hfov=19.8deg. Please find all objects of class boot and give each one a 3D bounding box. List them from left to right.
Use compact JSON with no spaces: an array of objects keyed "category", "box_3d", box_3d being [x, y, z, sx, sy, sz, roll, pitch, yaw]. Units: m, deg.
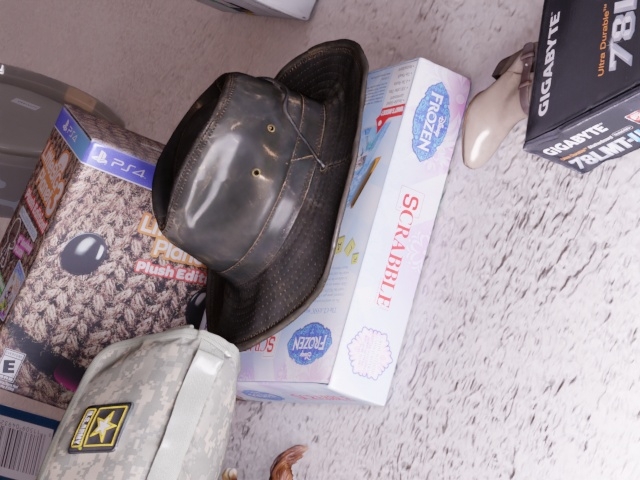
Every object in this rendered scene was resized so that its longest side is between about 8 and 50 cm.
[{"category":"boot","box_3d":[0.167,-0.116,1.568,0.087,0.042,0.118,8,78,62]}]

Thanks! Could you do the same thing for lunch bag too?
[{"category":"lunch bag","box_3d":[-0.179,0.228,1.734,0.287,0.169,0.235,125,168,-57]}]

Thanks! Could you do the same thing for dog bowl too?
[{"category":"dog bowl","box_3d":[-0.438,-0.137,2.468,0.349,0.349,0.102,-121,45,-59]}]

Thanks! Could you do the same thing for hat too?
[{"category":"hat","box_3d":[-0.083,-0.062,1.759,0.331,0.134,0.331,-43,35,41]}]

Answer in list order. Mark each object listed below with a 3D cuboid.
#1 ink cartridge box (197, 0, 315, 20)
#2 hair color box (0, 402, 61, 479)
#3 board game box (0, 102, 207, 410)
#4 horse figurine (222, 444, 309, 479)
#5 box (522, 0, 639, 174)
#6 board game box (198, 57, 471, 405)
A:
[{"category":"ink cartridge box","box_3d":[-0.079,-0.377,2.175,0.278,0.117,0.201,21,89,65]},{"category":"hair color box","box_3d":[-0.449,0.281,2.332,0.347,0.174,0.105,-20,55,59]},{"category":"board game box","box_3d":[-0.222,0.037,2.001,0.291,0.232,0.141,-64,26,10]},{"category":"horse figurine","box_3d":[-0.075,0.314,1.688,0.174,0.066,0.263,-146,75,-72]},{"category":"box","box_3d":[0.281,-0.228,1.397,0.293,0.073,0.295,-24,49,56]},{"category":"board game box","box_3d":[0.000,0.000,1.780,0.319,0.066,0.318,-6,65,62]}]
